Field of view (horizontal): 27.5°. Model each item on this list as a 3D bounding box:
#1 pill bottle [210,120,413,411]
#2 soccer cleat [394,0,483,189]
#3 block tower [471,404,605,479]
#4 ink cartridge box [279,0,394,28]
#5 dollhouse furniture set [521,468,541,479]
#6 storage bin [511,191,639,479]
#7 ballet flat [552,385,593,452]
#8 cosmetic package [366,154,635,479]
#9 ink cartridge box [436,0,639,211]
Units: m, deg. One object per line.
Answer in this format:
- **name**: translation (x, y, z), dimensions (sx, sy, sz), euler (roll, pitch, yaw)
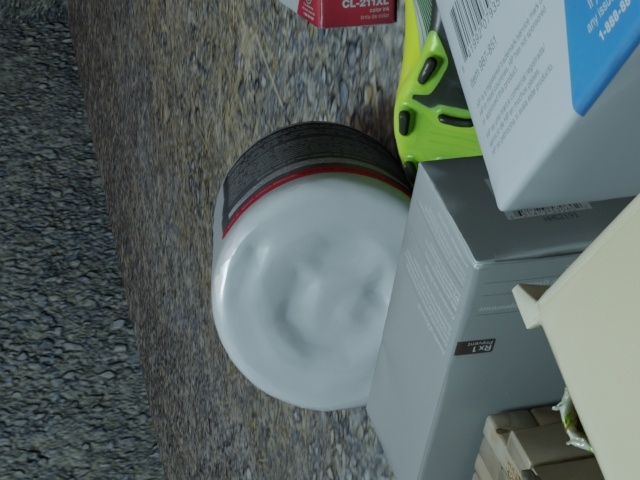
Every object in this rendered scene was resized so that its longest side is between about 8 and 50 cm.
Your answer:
- **pill bottle**: translation (0.000, 0.000, 1.066), dimensions (0.318, 0.176, 0.176), euler (-104, 11, -74)
- **soccer cleat**: translation (0.100, -0.162, 0.913), dimensions (0.121, 0.093, 0.289), euler (-63, -27, -61)
- **block tower**: translation (0.144, 0.248, 0.882), dimensions (0.091, 0.097, 0.335), euler (-115, 26, -47)
- **ink cartridge box**: translation (0.012, -0.283, 1.135), dimensions (0.127, 0.072, 0.175), euler (-130, 36, -62)
- **dollhouse furniture set**: translation (0.189, 0.138, 0.606), dimensions (0.161, 0.182, 0.101), euler (-7, -90, -81)
- **storage bin**: translation (0.214, 0.089, 0.301), dimensions (0.123, 0.260, 0.262), euler (-54, 43, 42)
- **ballet flat**: translation (0.197, 0.100, 0.666), dimensions (0.241, 0.077, 0.091), euler (166, 96, -73)
- **cosmetic package**: translation (0.115, 0.060, 0.841), dimensions (0.107, 0.127, 0.238), euler (-115, 22, -45)
- **ink cartridge box**: translation (0.137, -0.202, 0.646), dimensions (0.223, 0.129, 0.307), euler (116, 144, -62)
